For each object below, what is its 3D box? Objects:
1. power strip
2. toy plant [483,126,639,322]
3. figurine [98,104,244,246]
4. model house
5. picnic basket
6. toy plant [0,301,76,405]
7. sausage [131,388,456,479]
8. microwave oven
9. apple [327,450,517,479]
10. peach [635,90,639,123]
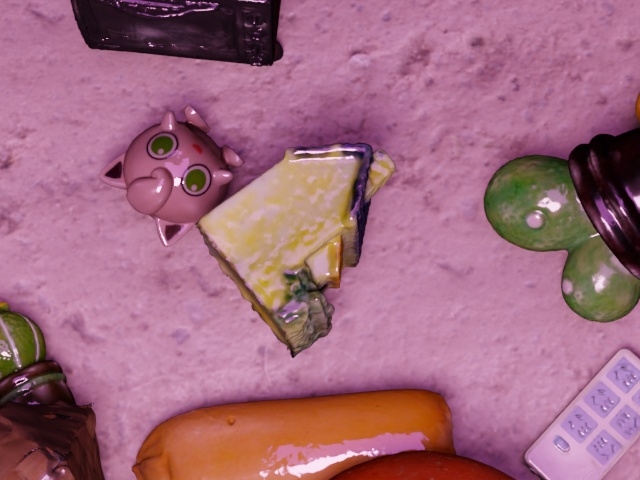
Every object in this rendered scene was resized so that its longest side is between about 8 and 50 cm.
[{"bbox_3d":[0.310,0.207,1.456,0.081,0.035,0.192,44,77,11],"label":"power strip"},{"bbox_3d":[0.316,-0.028,1.454,0.235,0.175,0.218,-35,83,27],"label":"toy plant"},{"bbox_3d":[-0.165,-0.077,1.485,0.138,0.125,0.125,-42,79,-10],"label":"figurine"},{"bbox_3d":[0.000,0.000,1.427,0.211,0.194,0.170,-39,75,-9],"label":"model house"},{"bbox_3d":[-0.359,0.333,1.274,0.337,0.293,0.337,0,97,-3],"label":"picnic basket"},{"bbox_3d":[-0.333,0.144,1.435,0.093,0.093,0.162,-27,74,-8],"label":"toy plant"},{"bbox_3d":[-0.032,0.235,1.407,0.354,0.116,0.134,-8,86,1],"label":"sausage"},{"bbox_3d":[-0.161,-0.311,1.523,0.248,0.178,0.188,4,74,1],"label":"microwave oven"},{"bbox_3d":[0.111,0.377,1.265,0.349,0.277,0.348,-4,119,-7],"label":"apple"},{"bbox_3d":[0.455,-0.142,1.523,0.179,0.103,0.179,1,72,-3],"label":"peach"}]
